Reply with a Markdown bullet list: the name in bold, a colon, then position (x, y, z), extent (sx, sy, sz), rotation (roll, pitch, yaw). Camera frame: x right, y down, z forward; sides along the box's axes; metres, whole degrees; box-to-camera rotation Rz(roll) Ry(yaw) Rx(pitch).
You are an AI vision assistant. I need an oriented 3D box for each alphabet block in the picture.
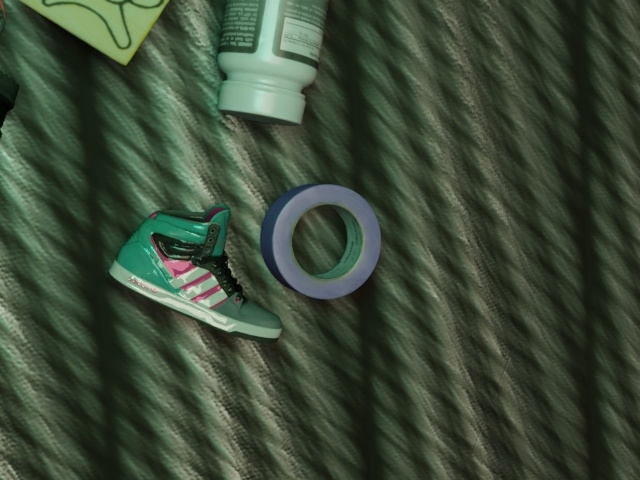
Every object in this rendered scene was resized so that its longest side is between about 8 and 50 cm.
- **alphabet block**: position (-0.307, -0.407, 1.524), extent (0.197, 0.193, 0.192), rotation (32, 122, -18)

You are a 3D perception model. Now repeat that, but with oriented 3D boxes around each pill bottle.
- **pill bottle**: position (-0.075, -0.332, 1.656), extent (0.161, 0.161, 0.283), rotation (9, 91, -19)

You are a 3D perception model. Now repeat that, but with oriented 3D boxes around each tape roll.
- **tape roll**: position (0.000, 0.000, 1.746), extent (0.189, 0.080, 0.188), rotation (-2, 95, -18)

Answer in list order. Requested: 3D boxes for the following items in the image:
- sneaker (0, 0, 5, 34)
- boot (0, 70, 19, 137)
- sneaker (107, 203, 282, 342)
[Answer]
- **sneaker**: position (-0.517, -0.398, 1.480), extent (0.098, 0.135, 0.276), rotation (-17, 94, -15)
- **boot**: position (-0.577, -0.156, 1.437), extent (0.348, 0.131, 0.260), rotation (27, 68, -43)
- **sneaker**: position (-0.167, 0.036, 1.677), extent (0.296, 0.124, 0.178), rotation (25, 95, -17)
